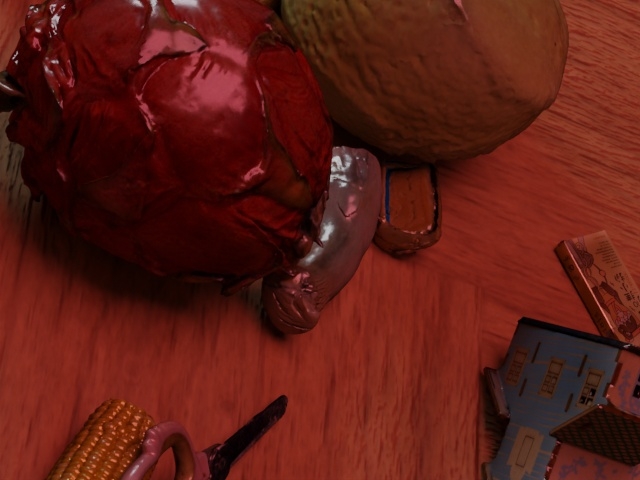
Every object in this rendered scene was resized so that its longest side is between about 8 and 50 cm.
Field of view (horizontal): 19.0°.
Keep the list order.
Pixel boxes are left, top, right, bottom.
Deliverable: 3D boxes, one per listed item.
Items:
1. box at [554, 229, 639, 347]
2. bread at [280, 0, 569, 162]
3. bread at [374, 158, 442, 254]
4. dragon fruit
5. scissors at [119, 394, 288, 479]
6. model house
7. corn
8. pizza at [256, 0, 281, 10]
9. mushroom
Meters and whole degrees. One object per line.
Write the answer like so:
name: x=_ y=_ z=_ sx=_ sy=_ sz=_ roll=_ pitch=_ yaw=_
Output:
box: x=0.322 y=0.060 z=2.122 sx=0.073 sy=0.020 sz=0.149 roll=-14 pitch=70 yaw=-40
bread: x=0.112 y=-0.238 z=2.048 sx=0.320 sy=0.237 sz=0.320 roll=29 pitch=48 yaw=-38
bread: x=0.092 y=-0.034 z=2.016 sx=0.072 sy=0.053 sz=0.106 roll=6 pitch=52 yaw=-3
dragon fruit: x=-0.137 y=-0.105 z=1.761 sx=0.343 sy=0.277 sz=0.277 roll=20 pitch=50 yaw=-4
scissors: x=-0.104 y=0.210 z=1.701 sx=0.317 sy=0.024 sz=0.160 roll=-37 pitch=125 yaw=-56
model house: x=0.268 y=0.205 z=1.884 sx=0.178 sy=0.271 sz=0.206 roll=24 pitch=85 yaw=-23
corn: x=-0.210 y=0.241 z=1.610 sx=0.081 sy=0.081 sz=0.248 roll=36 pitch=47 yaw=-7
pizza: x=-0.112 y=-0.327 z=2.072 sx=0.199 sy=0.062 sz=0.188 roll=42 pitch=45 yaw=-1
mushroom: x=0.003 y=0.004 z=1.914 sx=0.092 sy=0.081 sz=0.223 roll=43 pitch=46 yaw=-26
